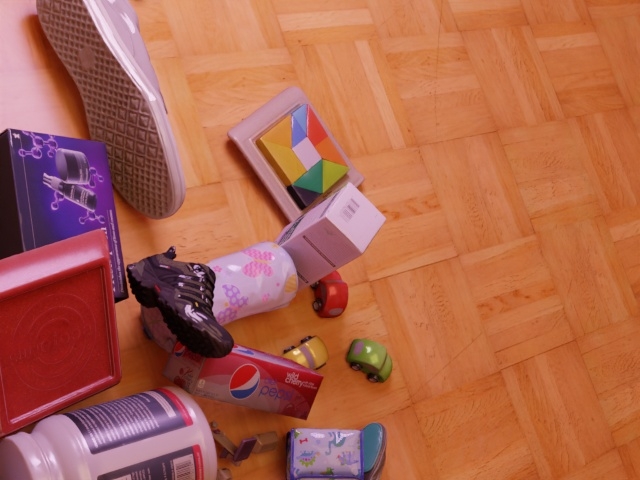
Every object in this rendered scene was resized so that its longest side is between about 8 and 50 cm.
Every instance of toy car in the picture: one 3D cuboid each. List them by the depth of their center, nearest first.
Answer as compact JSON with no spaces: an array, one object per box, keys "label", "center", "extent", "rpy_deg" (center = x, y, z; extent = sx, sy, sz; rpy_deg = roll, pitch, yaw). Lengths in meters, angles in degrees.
[{"label":"toy car","center":[0.053,0.185,1.791],"extent":[0.225,0.053,0.239],"rpy_deg":[34,57,-19]}]

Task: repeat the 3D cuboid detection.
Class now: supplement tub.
[{"label":"supplement tub","center":[-0.305,0.330,1.409],"extent":[0.272,0.191,0.191],"rpy_deg":[-10,79,-36]}]

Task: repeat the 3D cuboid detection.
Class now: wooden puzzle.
[{"label":"wooden puzzle","center":[-0.038,-0.161,1.855],"extent":[0.239,0.044,0.221],"rpy_deg":[52,48,-6]}]

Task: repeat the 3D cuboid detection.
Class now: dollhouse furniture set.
[{"label":"dollhouse furniture set","center":[-0.138,0.342,1.633],"extent":[0.081,0.091,0.114],"rpy_deg":[35,17,30]}]

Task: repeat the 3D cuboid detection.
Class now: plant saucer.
[{"label":"plant saucer","center":[-0.386,0.140,1.383],"extent":[0.258,0.047,0.259],"rpy_deg":[-22,119,-44]}]

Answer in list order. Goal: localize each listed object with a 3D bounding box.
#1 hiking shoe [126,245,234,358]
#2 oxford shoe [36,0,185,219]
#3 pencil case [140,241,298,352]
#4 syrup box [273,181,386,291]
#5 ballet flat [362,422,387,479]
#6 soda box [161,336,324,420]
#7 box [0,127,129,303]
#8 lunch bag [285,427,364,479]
[{"label":"hiking shoe","center":[-0.193,0.083,1.474],"extent":[0.114,0.086,0.227],"rpy_deg":[-35,58,-28]},{"label":"oxford shoe","center":[-0.327,-0.252,1.642],"extent":[0.130,0.169,0.450],"rpy_deg":[-20,83,-57]},{"label":"pencil case","center":[-0.166,0.092,1.638],"extent":[0.273,0.113,0.124],"rpy_deg":[-23,69,-38]},{"label":"syrup box","center":[0.000,0.000,1.708],"extent":[0.096,0.237,0.093],"rpy_deg":[44,54,-11]},{"label":"ballet flat","center":[0.072,0.426,1.719],"extent":[0.068,0.072,0.213],"rpy_deg":[55,48,-40]},{"label":"soda box","center":[-0.120,0.220,1.579],"extent":[0.263,0.092,0.084],"rpy_deg":[22,89,-45]},{"label":"box","center":[-0.412,-0.025,1.499],"extent":[0.184,0.103,0.261],"rpy_deg":[2,71,-48]},{"label":"lunch bag","center":[0.006,0.395,1.640],"extent":[0.128,0.096,0.151],"rpy_deg":[3,74,-7]}]
